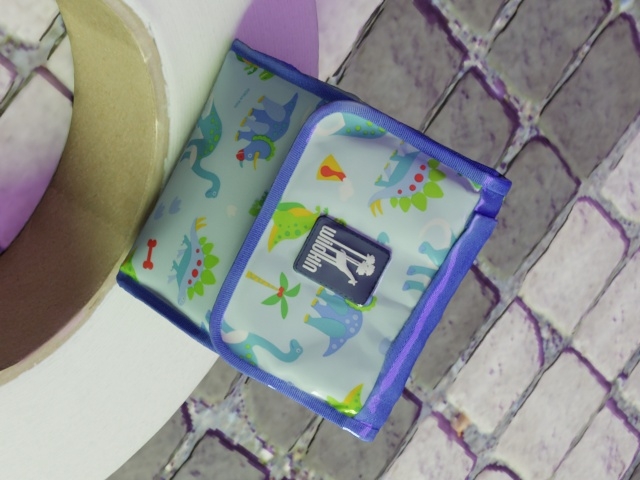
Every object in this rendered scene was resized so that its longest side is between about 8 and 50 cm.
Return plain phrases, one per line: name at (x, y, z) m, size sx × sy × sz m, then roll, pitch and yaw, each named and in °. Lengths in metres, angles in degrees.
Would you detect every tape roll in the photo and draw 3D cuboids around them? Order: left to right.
tape roll at (-0.166, -0.036, 0.852) m, size 0.392 × 0.072 × 0.392 m, roll -24°, pitch 128°, yaw -34°

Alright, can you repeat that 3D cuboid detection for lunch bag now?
lunch bag at (0.000, 0.000, 0.871) m, size 0.096 × 0.151 × 0.128 m, roll 20°, pitch 100°, yaw -50°
